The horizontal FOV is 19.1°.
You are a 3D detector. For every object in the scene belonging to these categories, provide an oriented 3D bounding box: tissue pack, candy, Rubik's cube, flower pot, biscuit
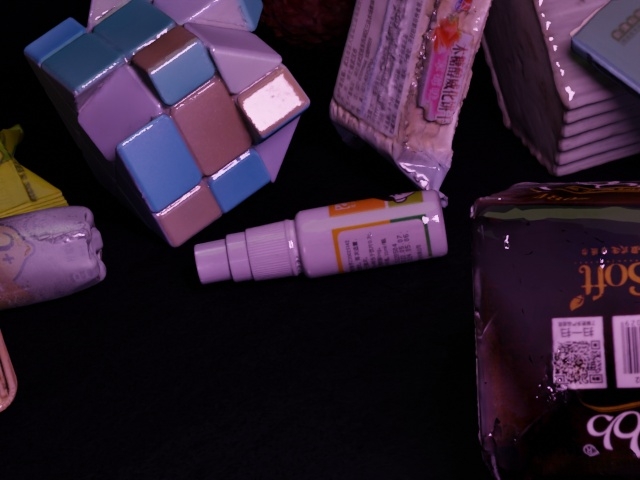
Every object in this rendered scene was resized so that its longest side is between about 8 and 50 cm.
[{"bbox_3d":[0.288,0.061,1.288,0.370,0.210,0.198,0,10,16],"label":"tissue pack"},{"bbox_3d":[-0.340,-0.058,1.881,0.149,0.069,0.246,-22,31,-14],"label":"candy"},{"bbox_3d":[-0.132,-0.143,1.817,0.213,0.224,0.265,-37,39,-13],"label":"Rubik's cube"},{"bbox_3d":[0.266,-0.195,1.772,0.189,0.239,0.209,-17,62,-8],"label":"flower pot"},{"bbox_3d":[0.092,-0.202,1.751,0.079,0.309,0.186,1,21,-34],"label":"biscuit"}]

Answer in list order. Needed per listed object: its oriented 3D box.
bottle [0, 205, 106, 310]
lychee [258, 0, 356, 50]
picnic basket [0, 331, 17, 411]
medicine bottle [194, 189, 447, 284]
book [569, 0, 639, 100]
[{"bbox_3d":[-0.331,0.029,1.710,0.269,0.083,0.083,-11,30,2],"label":"bottle"},{"bbox_3d":[0.019,-0.325,2.054,0.260,0.261,0.260,-8,30,5],"label":"lychee"},{"bbox_3d":[-0.427,0.085,1.507,0.312,0.228,0.175,-26,30,-26],"label":"picnic basket"},{"bbox_3d":[0.000,0.000,1.686,0.220,0.061,0.092,-10,5,2],"label":"medicine bottle"},{"bbox_3d":[0.432,-0.139,1.584,0.264,0.031,0.379,-42,65,-17],"label":"book"}]
